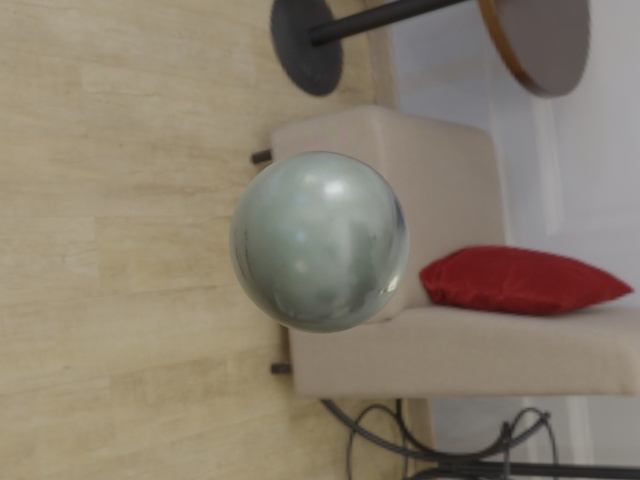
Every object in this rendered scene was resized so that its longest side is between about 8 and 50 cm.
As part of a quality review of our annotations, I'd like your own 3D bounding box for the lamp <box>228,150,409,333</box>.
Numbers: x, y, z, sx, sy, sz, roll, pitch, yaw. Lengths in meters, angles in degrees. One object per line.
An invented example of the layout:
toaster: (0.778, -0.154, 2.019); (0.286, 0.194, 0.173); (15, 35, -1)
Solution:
lamp: (0.000, 0.000, 0.524); (0.105, 0.105, 0.105); (14, 73, -51)
